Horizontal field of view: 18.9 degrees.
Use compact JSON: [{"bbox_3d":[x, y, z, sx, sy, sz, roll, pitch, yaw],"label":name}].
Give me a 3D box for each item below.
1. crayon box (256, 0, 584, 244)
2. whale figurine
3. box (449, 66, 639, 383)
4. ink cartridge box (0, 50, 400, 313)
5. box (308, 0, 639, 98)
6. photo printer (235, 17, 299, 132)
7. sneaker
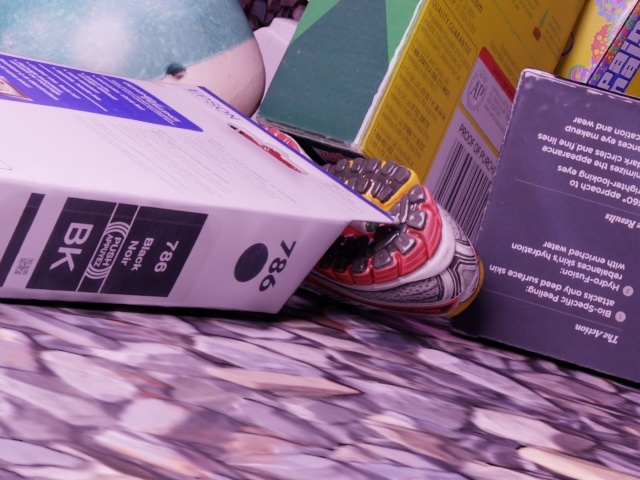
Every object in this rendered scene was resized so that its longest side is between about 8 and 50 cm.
[{"bbox_3d":[0.093,-0.164,1.227,0.081,0.318,0.202,18,-14,30],"label":"crayon box"},{"bbox_3d":[-0.153,-0.108,1.190,0.216,0.141,0.272,-26,12,-27],"label":"whale figurine"},{"bbox_3d":[0.174,-0.004,1.110,0.156,0.158,0.093,17,6,10],"label":"box"},{"bbox_3d":[-0.119,-0.033,0.905,0.165,0.065,0.332,35,17,33],"label":"ink cartridge box"},{"bbox_3d":[0.184,-0.175,1.496,0.279,0.177,0.290,14,22,-51],"label":"box"},{"bbox_3d":[0.094,-0.062,1.510,0.256,0.107,0.307,37,14,24],"label":"photo printer"},{"bbox_3d":[0.000,0.000,1.096,0.093,0.088,0.225,39,-12,-39],"label":"sneaker"}]
